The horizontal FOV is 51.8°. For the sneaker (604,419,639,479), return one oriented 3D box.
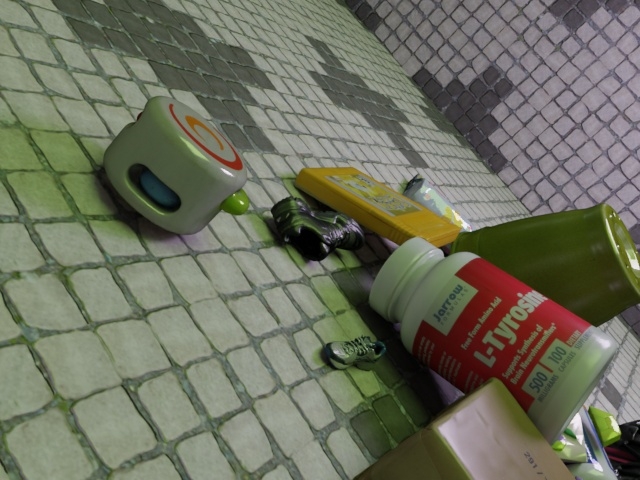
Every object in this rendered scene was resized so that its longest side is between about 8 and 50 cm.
[{"bbox_3d":[0.665,0.493,1.403,0.185,0.202,0.482,49,24,8],"label":"sneaker"}]

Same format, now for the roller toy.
[{"bbox_3d":[-0.224,-0.111,1.006,0.191,0.146,0.209,26,24,-54],"label":"roller toy"}]

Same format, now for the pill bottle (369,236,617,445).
[{"bbox_3d":[0.299,0.167,1.211,0.407,0.229,0.229,34,18,28],"label":"pill bottle"}]

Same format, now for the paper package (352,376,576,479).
[{"bbox_3d":[0.248,0.397,0.942,0.325,0.168,0.309,55,27,18],"label":"paper package"}]

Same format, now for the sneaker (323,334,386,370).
[{"bbox_3d":[0.060,0.181,1.107,0.135,0.058,0.052,13,39,-48],"label":"sneaker"}]

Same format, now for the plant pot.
[{"bbox_3d":[0.555,0.086,1.562,0.366,0.353,0.367,33,45,-40],"label":"plant pot"}]

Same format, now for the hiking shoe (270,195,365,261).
[{"bbox_3d":[0.000,0.000,1.288,0.226,0.086,0.114,18,50,-36],"label":"hiking shoe"}]

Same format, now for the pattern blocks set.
[{"bbox_3d":[0.410,0.341,1.231,0.285,0.026,0.325,-2,32,-3],"label":"pattern blocks set"}]

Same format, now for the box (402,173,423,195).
[{"bbox_3d":[0.354,-0.091,2.003,0.233,0.044,0.159,44,24,-3],"label":"box"}]

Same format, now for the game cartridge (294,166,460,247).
[{"bbox_3d":[0.140,-0.078,1.510,0.323,0.053,0.285,30,19,21],"label":"game cartridge"}]

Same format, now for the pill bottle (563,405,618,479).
[{"bbox_3d":[0.471,0.436,1.249,0.152,0.152,0.272,36,27,-20],"label":"pill bottle"}]

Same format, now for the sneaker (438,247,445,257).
[{"bbox_3d":[0.250,0.073,1.527,0.130,0.109,0.286,53,27,-3],"label":"sneaker"}]

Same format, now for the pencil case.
[{"bbox_3d":[0.334,-0.045,1.821,0.273,0.124,0.113,42,64,-5],"label":"pencil case"}]
